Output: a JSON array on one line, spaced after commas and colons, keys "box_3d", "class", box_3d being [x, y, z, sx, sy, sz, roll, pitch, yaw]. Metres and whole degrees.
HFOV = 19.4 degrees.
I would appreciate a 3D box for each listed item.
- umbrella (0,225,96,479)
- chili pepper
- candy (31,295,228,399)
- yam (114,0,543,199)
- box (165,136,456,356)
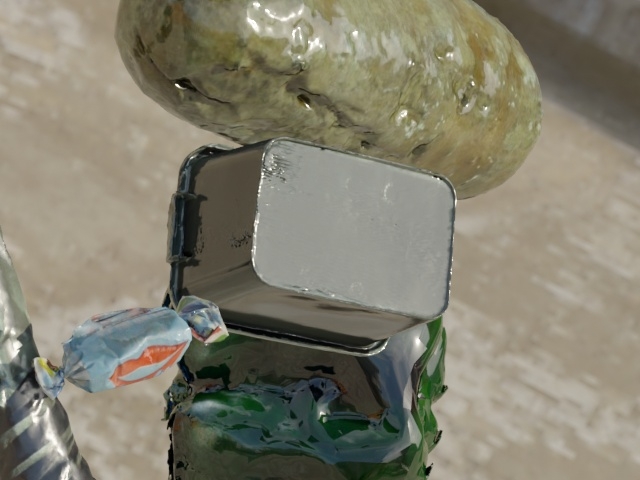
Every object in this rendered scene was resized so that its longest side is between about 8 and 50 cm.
[{"box_3d": [-0.131, 0.036, 0.717, 0.046, 0.050, 0.188, -31, 101, -61], "class": "umbrella"}, {"box_3d": [-0.018, 0.129, 1.628, 0.256, 0.249, 0.233, 2, 0, 5], "class": "chili pepper"}, {"box_3d": [-0.074, 0.039, 0.715, 0.083, 0.020, 0.030, -16, 51, -32], "class": "candy"}, {"box_3d": [0.004, -0.096, 1.028, 0.133, 0.133, 0.330, 36, 14, 27], "class": "yam"}, {"box_3d": [0.000, 0.000, 0.824, 0.122, 0.084, 0.069, 11, -16, -28], "class": "box"}]
